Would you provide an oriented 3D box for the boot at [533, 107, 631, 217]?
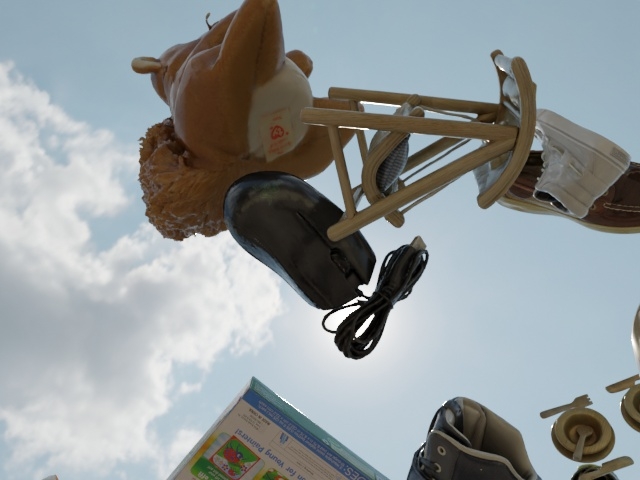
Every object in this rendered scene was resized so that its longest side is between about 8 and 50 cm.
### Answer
[{"bbox_3d":[0.366,-0.122,1.142,0.095,0.258,0.123,32,-78,-17],"label":"boot"}]

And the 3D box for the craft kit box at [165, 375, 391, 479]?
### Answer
[{"bbox_3d":[-0.071,0.351,0.977,0.250,0.061,0.246,39,-85,-6],"label":"craft kit box"}]

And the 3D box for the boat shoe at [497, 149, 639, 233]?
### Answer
[{"bbox_3d":[0.452,-0.102,1.242,0.342,0.123,0.123,13,-23,27],"label":"boat shoe"}]

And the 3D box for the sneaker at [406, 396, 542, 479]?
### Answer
[{"bbox_3d":[0.054,0.188,0.551,0.226,0.086,0.163,7,-74,22],"label":"sneaker"}]

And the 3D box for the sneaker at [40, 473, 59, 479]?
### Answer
[{"bbox_3d":[-0.456,0.471,1.091,0.121,0.099,0.262,2,-74,-29],"label":"sneaker"}]

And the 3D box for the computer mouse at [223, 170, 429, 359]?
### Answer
[{"bbox_3d":[0.000,0.000,0.921,0.272,0.188,0.072,38,-26,2],"label":"computer mouse"}]

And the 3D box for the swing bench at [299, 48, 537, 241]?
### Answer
[{"bbox_3d":[0.132,-0.127,0.905,0.255,0.253,0.165,-11,-76,12],"label":"swing bench"}]

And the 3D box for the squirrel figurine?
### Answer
[{"bbox_3d":[-0.191,-0.194,1.183,0.281,0.370,0.396,33,-91,-44],"label":"squirrel figurine"}]

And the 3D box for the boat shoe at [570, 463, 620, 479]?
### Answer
[{"bbox_3d":[0.527,0.477,1.387,0.109,0.305,0.091,-9,-93,22],"label":"boat shoe"}]

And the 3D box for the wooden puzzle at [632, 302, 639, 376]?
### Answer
[{"bbox_3d":[0.274,0.051,0.148,0.348,0.322,0.080,-20,-60,17],"label":"wooden puzzle"}]

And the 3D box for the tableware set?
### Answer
[{"bbox_3d":[0.420,0.250,1.029,0.194,0.128,0.039,-20,-50,-3],"label":"tableware set"}]
